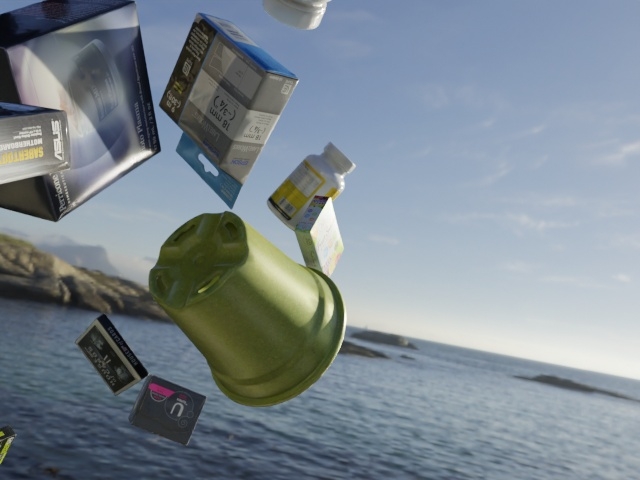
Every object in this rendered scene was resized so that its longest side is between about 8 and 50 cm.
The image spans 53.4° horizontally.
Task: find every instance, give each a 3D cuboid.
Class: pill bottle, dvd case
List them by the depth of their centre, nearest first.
[{"bbox_3d":[-0.017,-0.593,1.304,0.160,0.160,0.283,12,-47,-15],"label":"pill bottle"},{"bbox_3d":[-0.016,-0.111,1.308,0.103,0.184,0.103,43,7,-7],"label":"pill bottle"},{"bbox_3d":[-0.515,0.285,1.560,0.029,0.179,0.239,-38,2,-39],"label":"dvd case"}]

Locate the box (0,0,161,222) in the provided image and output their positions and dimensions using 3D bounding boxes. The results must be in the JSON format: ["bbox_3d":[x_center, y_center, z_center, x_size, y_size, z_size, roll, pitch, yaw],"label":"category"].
[{"bbox_3d":[-0.449,-0.236,1.098,0.183,0.296,0.294,14,37,22],"label":"box"}]

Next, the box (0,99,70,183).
[{"bbox_3d":[-0.360,-0.086,0.524,0.231,0.056,0.183,12,21,20],"label":"box"}]

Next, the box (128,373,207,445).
[{"bbox_3d":[-0.436,0.472,1.797,0.165,0.143,0.270,25,-18,-12],"label":"box"}]

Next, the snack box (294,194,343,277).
[{"bbox_3d":[0.000,0.000,1.207,0.037,0.100,0.141,6,-44,24],"label":"snack box"}]

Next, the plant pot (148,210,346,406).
[{"bbox_3d":[-0.133,0.093,1.045,0.276,0.276,0.254,6,-32,35],"label":"plant pot"}]

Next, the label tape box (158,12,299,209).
[{"bbox_3d":[-0.222,-0.265,1.346,0.240,0.333,0.106,45,28,27],"label":"label tape box"}]

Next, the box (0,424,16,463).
[{"bbox_3d":[-0.947,0.605,1.725,0.045,0.190,0.184,41,23,17],"label":"box"}]
